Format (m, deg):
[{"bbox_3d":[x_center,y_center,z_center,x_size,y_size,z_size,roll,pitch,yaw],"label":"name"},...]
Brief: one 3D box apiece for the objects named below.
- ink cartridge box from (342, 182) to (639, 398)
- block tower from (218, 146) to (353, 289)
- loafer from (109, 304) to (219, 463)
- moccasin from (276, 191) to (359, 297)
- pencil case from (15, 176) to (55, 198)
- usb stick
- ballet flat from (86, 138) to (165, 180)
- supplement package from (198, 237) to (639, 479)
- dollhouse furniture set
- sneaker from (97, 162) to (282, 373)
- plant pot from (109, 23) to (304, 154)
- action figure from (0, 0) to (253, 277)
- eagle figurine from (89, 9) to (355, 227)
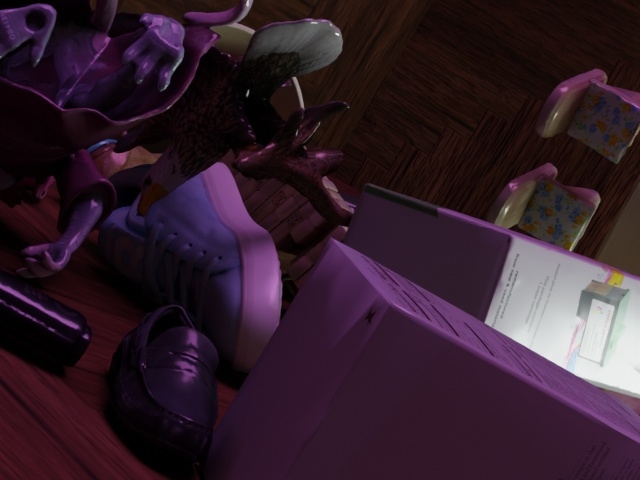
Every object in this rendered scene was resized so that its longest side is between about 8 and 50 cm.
[{"bbox_3d":[0.181,0.051,1.818,0.278,0.117,0.201,18,3,-44],"label":"ink cartridge box"},{"bbox_3d":[0.000,0.000,2.239,0.335,0.097,0.091,56,15,21],"label":"block tower"},{"bbox_3d":[-0.113,0.101,1.404,0.076,0.078,0.223,29,6,-16],"label":"loafer"},{"bbox_3d":[0.003,0.007,2.429,0.380,0.147,0.139,5,51,-31],"label":"moccasin"},{"bbox_3d":[-0.361,-0.126,1.982,0.209,0.095,0.098,28,-29,-11],"label":"pencil case"},{"bbox_3d":[-0.296,0.012,1.389,0.278,0.045,0.077,30,-1,-13],"label":"usb stick"},{"bbox_3d":[-0.185,-0.048,2.211,0.124,0.116,0.342,53,10,9],"label":"ballet flat"},{"bbox_3d":[0.085,0.161,1.319,0.263,0.199,0.198,30,6,-16],"label":"supplement package"},{"bbox_3d":[0.333,0.072,2.080,0.362,0.394,0.256,33,26,17],"label":"dollhouse furniture set"},{"bbox_3d":[-0.137,0.028,1.839,0.150,0.135,0.366,-1,21,-16],"label":"sneaker"},{"bbox_3d":[-0.197,-0.160,2.532,0.256,0.256,0.274,29,-10,-26],"label":"plant pot"},{"bbox_3d":[-0.256,-0.134,1.664,0.248,0.275,0.370,38,-22,-4],"label":"action figure"},{"bbox_3d":[-0.127,-0.124,1.799,0.298,0.225,0.226,32,-38,38],"label":"eagle figurine"}]
